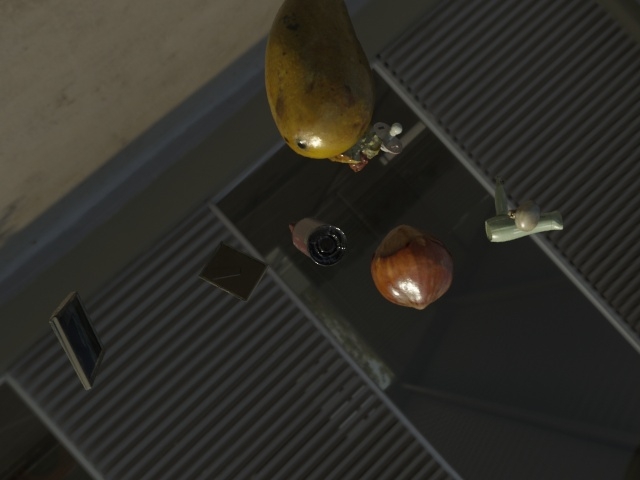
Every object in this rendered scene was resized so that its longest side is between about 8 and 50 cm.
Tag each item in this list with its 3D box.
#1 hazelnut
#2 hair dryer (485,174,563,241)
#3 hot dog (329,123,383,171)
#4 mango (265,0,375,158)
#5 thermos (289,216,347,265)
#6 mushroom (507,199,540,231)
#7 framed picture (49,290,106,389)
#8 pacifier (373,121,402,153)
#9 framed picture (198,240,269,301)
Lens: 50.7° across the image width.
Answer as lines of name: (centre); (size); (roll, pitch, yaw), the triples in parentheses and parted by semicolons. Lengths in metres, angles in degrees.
hazelnut: (0.201, 0.055, 1.460); (0.182, 0.182, 0.182); (-43, 179, -1)
hair dryer: (0.561, -0.106, 1.938); (0.206, 0.237, 0.075); (-10, 140, 4)
hot dog: (0.030, -0.230, 1.328); (0.146, 0.213, 0.103); (-14, 162, -31)
mango: (-0.004, -0.304, 1.172); (0.176, 0.329, 0.177); (-11, 173, 30)
thermos: (-0.003, -0.008, 1.920); (0.136, 0.109, 0.330); (-5, -172, -12)
mushroom: (0.529, -0.066, 1.764); (0.079, 0.085, 0.085); (12, -137, 44)
framed picture: (-0.584, 0.234, 1.636); (0.023, 0.189, 0.260); (-23, -168, -6)
pacifier: (0.178, -0.270, 1.724); (0.081, 0.099, 0.078); (-20, 164, -44)
framed picture: (-0.216, 0.075, 1.678); (0.109, 0.149, 0.011); (-58, 159, -16)
